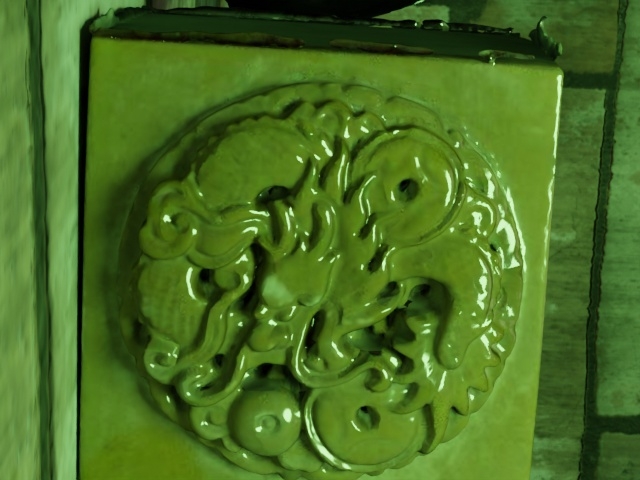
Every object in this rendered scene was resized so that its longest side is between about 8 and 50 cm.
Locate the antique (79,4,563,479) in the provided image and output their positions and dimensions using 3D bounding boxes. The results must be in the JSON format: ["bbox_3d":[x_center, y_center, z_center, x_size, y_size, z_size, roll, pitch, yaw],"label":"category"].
[{"bbox_3d":[0.000,0.000,0.520,0.148,0.146,0.152,-75,168,-78],"label":"antique"}]

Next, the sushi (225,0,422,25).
[{"bbox_3d":[0.079,-0.245,0.589,0.328,0.285,0.329,-87,-179,-67],"label":"sushi"}]
